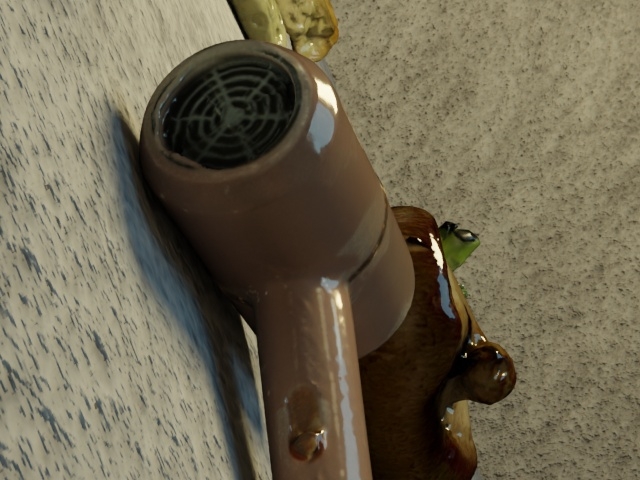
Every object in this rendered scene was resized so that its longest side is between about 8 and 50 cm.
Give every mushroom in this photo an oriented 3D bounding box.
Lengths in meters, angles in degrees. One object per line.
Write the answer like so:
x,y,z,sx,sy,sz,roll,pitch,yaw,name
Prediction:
0.048,0.085,1.037,0.194,0.138,0.231,-127,-157,-58,mushroom

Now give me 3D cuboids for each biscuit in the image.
-0.052,-0.385,1.948,0.274,0.091,0.213,61,13,-52,biscuit

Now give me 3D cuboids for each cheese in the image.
-0.079,-0.268,1.469,0.194,0.043,0.065,65,6,-47,cheese

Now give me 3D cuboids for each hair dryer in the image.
-0.003,0.081,0.685,0.189,0.107,0.344,62,15,-55,hair dryer

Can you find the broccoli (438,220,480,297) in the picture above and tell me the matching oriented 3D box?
0.101,0.037,1.553,0.154,0.160,0.167,43,3,-39,broccoli
